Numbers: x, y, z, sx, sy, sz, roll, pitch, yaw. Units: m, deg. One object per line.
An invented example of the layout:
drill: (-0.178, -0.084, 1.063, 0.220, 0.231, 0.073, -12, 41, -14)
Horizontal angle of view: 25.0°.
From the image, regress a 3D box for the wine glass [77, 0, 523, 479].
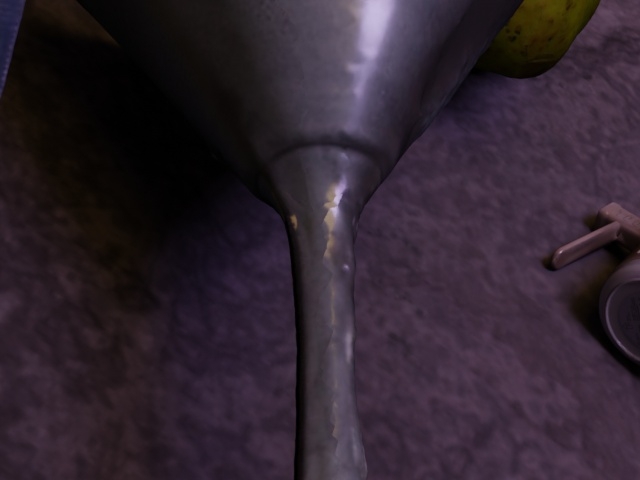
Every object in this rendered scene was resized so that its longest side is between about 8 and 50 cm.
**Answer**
wine glass: (0.000, 0.000, 0.605, 0.267, 0.267, 0.406, 13, 55, -23)

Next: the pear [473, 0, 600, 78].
pear: (0.099, -0.196, 0.871, 0.188, 0.187, 0.219, -7, 68, -36)

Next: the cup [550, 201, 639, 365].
cup: (0.199, 0.014, 0.826, 0.102, 0.074, 0.099, 45, 45, 8)

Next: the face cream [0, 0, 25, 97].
face cream: (-0.317, -0.081, 0.564, 0.385, 0.135, 0.086, 7, 32, -22)
